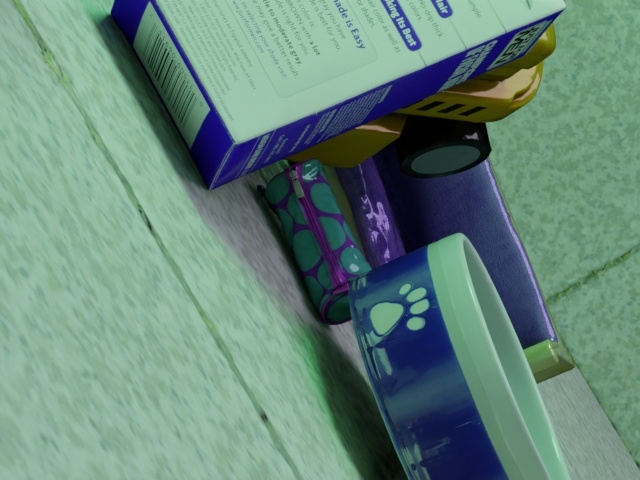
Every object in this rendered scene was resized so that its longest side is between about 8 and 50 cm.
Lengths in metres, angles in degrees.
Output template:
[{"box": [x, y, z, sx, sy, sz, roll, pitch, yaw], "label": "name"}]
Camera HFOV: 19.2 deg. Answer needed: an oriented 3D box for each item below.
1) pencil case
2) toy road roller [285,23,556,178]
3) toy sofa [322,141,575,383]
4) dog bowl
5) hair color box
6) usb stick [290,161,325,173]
[{"box": [0.000, 0.000, 1.713, 0.070, 0.064, 0.152, 66, -2, -61], "label": "pencil case"}, {"box": [0.070, -0.202, 1.790, 0.329, 0.240, 0.202, 4, 66, -33], "label": "toy road roller"}, {"box": [0.121, -0.009, 1.950, 0.177, 0.150, 0.362, 32, 37, -67], "label": "toy sofa"}, {"box": [0.121, 0.133, 1.595, 0.265, 0.104, 0.265, -22, 90, -81], "label": "dog bowl"}, {"box": [0.016, -0.196, 1.606, 0.185, 0.339, 0.110, 61, -23, 12], "label": "hair color box"}, {"box": [0.033, -0.052, 2.109, 0.278, 0.045, 0.077, 42, 19, -58], "label": "usb stick"}]
